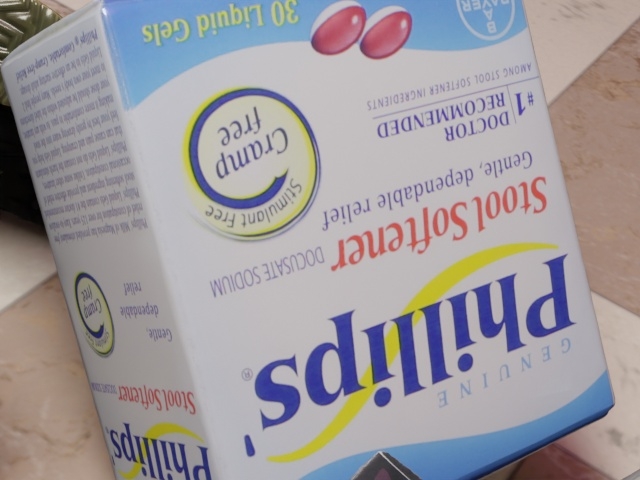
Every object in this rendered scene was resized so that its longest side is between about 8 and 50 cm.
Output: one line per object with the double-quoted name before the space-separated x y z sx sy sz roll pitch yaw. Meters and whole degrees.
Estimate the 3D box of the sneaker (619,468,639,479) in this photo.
"sneaker" 0.162 0.171 0.652 0.281 0.115 0.105 -17 48 -31

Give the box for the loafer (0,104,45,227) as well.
"loafer" -0.242 -0.066 0.847 0.223 0.076 0.078 21 21 -3

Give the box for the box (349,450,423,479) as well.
"box" -0.001 0.240 0.466 0.163 0.142 0.247 35 59 24

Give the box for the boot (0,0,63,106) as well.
"boot" -0.259 -0.152 0.782 0.236 0.089 0.269 32 1 -12

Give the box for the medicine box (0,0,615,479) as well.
"medicine box" 0.000 0.000 0.665 0.263 0.289 0.149 -18 5 -32
